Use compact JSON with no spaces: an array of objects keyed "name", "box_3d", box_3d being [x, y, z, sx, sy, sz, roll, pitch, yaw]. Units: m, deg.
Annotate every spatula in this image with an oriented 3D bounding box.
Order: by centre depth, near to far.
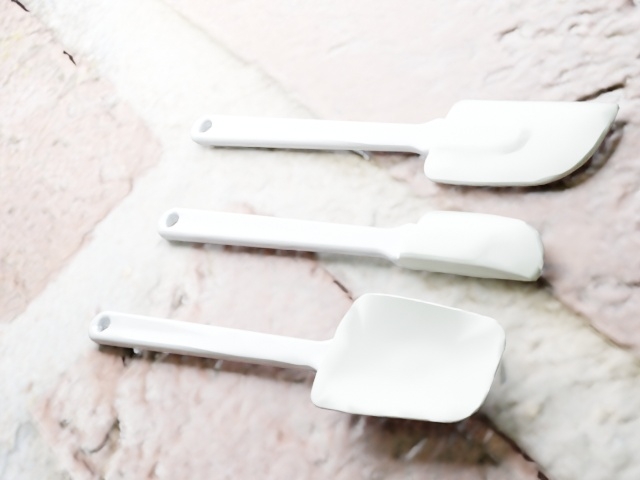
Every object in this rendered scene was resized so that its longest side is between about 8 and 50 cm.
[{"name":"spatula","box_3d":[0.000,0.000,0.729,0.242,0.019,0.168,5,60,39]}]
